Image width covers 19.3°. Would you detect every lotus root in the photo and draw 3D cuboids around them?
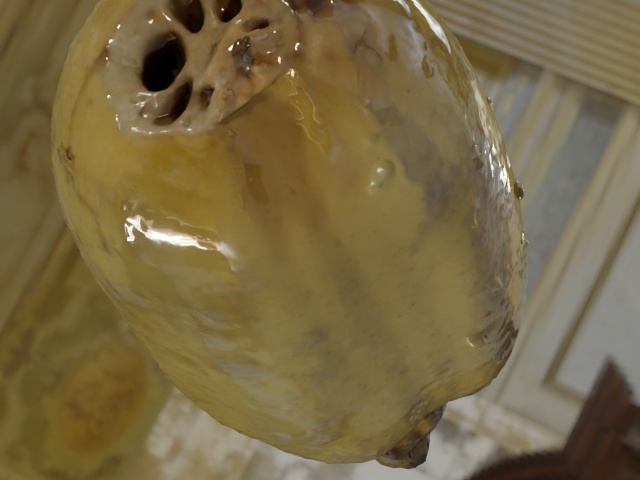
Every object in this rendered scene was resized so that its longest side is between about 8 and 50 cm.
[{"bbox_3d":[0.000,0.000,0.786,0.169,0.151,0.343,-31,-31,-2],"label":"lotus root"}]
